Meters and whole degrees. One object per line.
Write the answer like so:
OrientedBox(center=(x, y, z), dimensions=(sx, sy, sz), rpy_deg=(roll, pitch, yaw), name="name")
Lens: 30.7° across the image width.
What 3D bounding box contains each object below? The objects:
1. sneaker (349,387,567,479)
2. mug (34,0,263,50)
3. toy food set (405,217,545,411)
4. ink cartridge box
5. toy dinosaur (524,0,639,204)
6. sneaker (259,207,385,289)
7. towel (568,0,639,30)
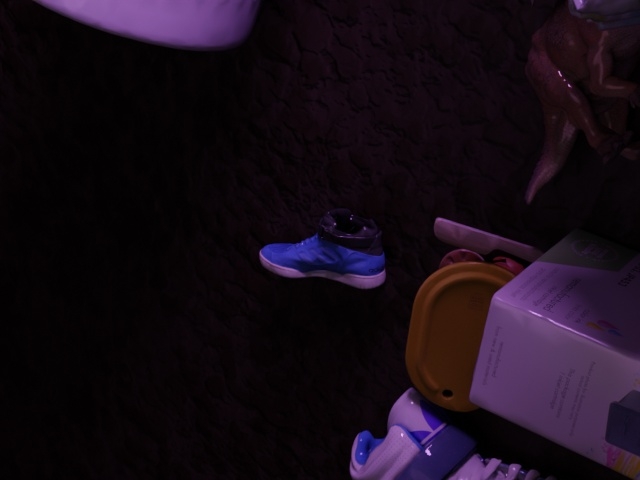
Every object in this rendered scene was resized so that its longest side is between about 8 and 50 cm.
OrientedBox(center=(0.166, 0.260, 1.230), dimensions=(0.323, 0.130, 0.236), rpy_deg=(-23, 97, 43), name="sneaker")
OrientedBox(center=(-0.167, -0.416, 1.158), dimensions=(0.374, 0.276, 0.328), rpy_deg=(52, 128, 47), name="mug")
OrientedBox(center=(0.161, 0.071, 1.214), dimensions=(0.128, 0.071, 0.218), rpy_deg=(11, 117, 5), name="toy food set")
OrientedBox(center=(0.336, 0.127, 1.018), dimensions=(0.353, 0.207, 0.119), rpy_deg=(23, 120, 25), name="ink cartridge box")
OrientedBox(center=(0.233, -0.181, 1.040), dimensions=(0.200, 0.127, 0.295), rpy_deg=(44, 138, 23), name="toy dinosaur")
OrientedBox(center=(0.000, 0.000, 1.295), dimensions=(0.152, 0.058, 0.084), rpy_deg=(11, 118, 27), name="sneaker")
OrientedBox(center=(0.298, -0.333, 0.788), dimensions=(0.090, 0.374, 0.320), rpy_deg=(164, 88, -76), name="towel")
